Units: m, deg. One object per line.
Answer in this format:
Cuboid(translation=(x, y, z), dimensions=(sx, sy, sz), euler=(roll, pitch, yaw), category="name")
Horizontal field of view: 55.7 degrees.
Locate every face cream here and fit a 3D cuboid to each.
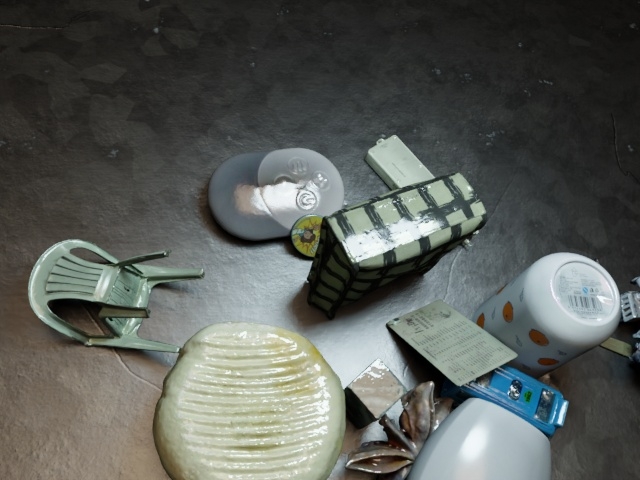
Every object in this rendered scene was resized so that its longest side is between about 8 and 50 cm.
Cuboid(translation=(0.280, 0.497, 1.127), dimensions=(0.312, 0.219, 0.357), euler=(43, 69, -36), category="face cream")

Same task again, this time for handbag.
Cuboid(translation=(0.143, 0.019, 1.307), dimensions=(0.325, 0.327, 0.162), euler=(-20, 68, -21), category="handbag")

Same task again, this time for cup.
Cuboid(translation=(0.482, 0.168, 1.307), dimensions=(0.212, 0.317, 0.212), euler=(5, 64, -9), category="cup")

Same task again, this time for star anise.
Cuboid(translation=(0.176, 0.399, 1.232), dimensions=(0.257, 0.110, 0.198), euler=(-49, 124, -17), category="star anise")

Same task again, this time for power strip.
Cuboid(translation=(0.263, -0.120, 1.563), dimensions=(0.106, 0.043, 0.367), euler=(-32, 74, -24), category="power strip")

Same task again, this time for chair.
Cuboid(translation=(-0.415, 0.102, 1.234), dimensions=(0.275, 0.190, 0.203), euler=(-2, 59, 19), category="chair")

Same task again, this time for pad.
Cuboid(translation=(0.280, 0.212, 1.324), dimensions=(0.159, 0.009, 0.265), euler=(-20, 31, -21), category="pad")

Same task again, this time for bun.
Cuboid(translation=(-0.134, 0.339, 1.147), dimensions=(0.365, 0.219, 0.365), euler=(4, 65, -9), category="bun")

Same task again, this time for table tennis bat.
Cuboid(translation=(0.000, 0.000, 1.425), dimensions=(0.155, 0.019, 0.100), euler=(35, 94, -23), category="table tennis bat")

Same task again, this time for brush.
Cuboid(translation=(0.677, 0.234, 1.478), dimensions=(0.190, 0.027, 0.034), euler=(23, 63, -1), category="brush")

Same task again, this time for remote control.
Cuboid(translation=(-0.103, -0.113, 1.448), dimensions=(0.332, 0.103, 0.221), euler=(-9, 73, -14), category="remote control")

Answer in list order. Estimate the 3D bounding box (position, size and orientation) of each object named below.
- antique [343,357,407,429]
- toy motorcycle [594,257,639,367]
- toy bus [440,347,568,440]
Cuboid(translation=(0.095, 0.315, 1.227), dimensions=(0.088, 0.183, 0.086), euler=(-38, 77, -22), category="antique")
Cuboid(translation=(0.792, 0.196, 1.463), dimensions=(0.207, 0.134, 0.401), euler=(1, 60, -25), category="toy motorcycle")
Cuboid(translation=(0.398, 0.338, 1.307), dimensions=(0.246, 0.134, 0.113), euler=(27, 62, 4), category="toy bus")
